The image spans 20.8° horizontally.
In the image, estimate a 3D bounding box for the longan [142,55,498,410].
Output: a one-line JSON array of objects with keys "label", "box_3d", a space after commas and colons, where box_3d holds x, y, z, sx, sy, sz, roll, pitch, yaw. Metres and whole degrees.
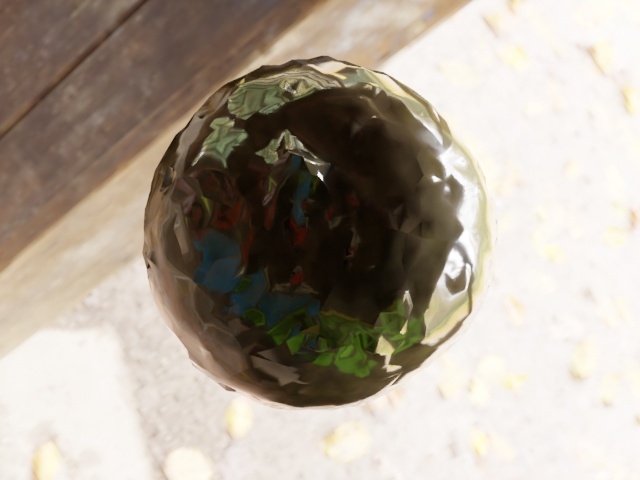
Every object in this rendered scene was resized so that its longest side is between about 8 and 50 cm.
[{"label": "longan", "box_3d": [0.000, 0.000, 1.911, 0.391, 0.391, 0.391, 21, 54, -31]}]
